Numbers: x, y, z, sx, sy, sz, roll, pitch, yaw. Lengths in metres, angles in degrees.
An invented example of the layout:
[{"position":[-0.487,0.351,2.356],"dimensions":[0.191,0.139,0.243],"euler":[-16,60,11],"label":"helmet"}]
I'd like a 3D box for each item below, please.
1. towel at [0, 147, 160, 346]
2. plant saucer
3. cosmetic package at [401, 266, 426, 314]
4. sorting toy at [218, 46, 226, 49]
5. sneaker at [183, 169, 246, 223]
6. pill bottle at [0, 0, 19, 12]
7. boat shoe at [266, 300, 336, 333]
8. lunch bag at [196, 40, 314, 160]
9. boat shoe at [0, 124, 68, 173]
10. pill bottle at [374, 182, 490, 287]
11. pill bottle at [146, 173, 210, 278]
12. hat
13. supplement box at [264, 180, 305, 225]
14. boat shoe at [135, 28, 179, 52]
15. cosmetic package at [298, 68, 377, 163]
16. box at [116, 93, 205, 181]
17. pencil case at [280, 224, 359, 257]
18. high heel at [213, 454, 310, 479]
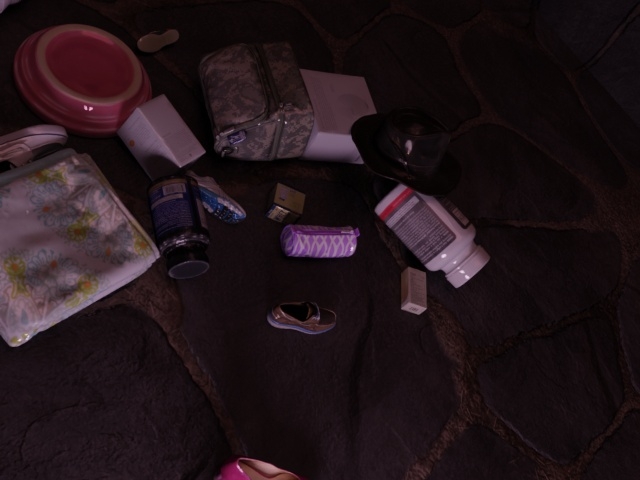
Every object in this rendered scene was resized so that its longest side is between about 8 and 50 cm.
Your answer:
[{"position":[-0.561,-0.005,1.496],"dimensions":[0.374,0.090,0.321],"euler":[-34,84,-41],"label":"towel"},{"position":[-0.569,-0.406,1.764],"dimensions":[0.332,0.084,0.332],"euler":[16,53,-23],"label":"plant saucer"},{"position":[0.250,0.135,1.945],"dimensions":[0.060,0.041,0.115],"euler":[20,52,-19],"label":"cosmetic package"},{"position":[-0.247,-0.513,2.066],"dimensions":[0.101,0.042,0.061],"euler":[15,38,-9],"label":"sorting toy"},{"position":[-0.260,-0.114,1.777],"dimensions":[0.190,0.071,0.083],"euler":[32,44,-11],"label":"sneaker"},{"position":[-0.766,-0.682,1.770],"dimensions":[0.160,0.160,0.283],"euler":[29,50,-13],"label":"pill bottle"},{"position":[-0.033,0.181,1.723],"dimensions":[0.183,0.066,0.066],"euler":[4,59,-30],"label":"boat shoe"},{"position":[-0.179,-0.361,1.904],"dimensions":[0.255,0.213,0.305],"euler":[-9,64,-17],"label":"lunch bag"},{"position":[-0.663,-0.175,1.550],"dimensions":[0.267,0.096,0.088],"euler":[-21,78,-38],"label":"boat shoe"},{"position":[0.314,-0.029,2.000],"dimensions":[0.318,0.176,0.176],"euler":[48,48,4],"label":"pill bottle"},{"position":[-0.319,-0.031,1.646],"dimensions":[0.122,0.123,0.219],"euler":[0,63,-32],"label":"pill bottle"},{"position":[0.254,-0.275,1.938],"dimensions":[0.331,0.134,0.331],"euler":[16,42,-15],"label":"hat"},{"position":[-0.091,-0.094,1.873],"dimensions":[0.083,0.056,0.083],"euler":[23,51,-18],"label":"supplement box"},{"position":[-0.447,-0.542,1.955],"dimensions":[0.043,0.049,0.137],"euler":[18,39,36],"label":"boat shoe"},{"position":[0.031,-0.349,2.059],"dimensions":[0.224,0.138,0.224],"euler":[1,61,-33],"label":"cosmetic package"},{"position":[-0.379,-0.235,1.719],"dimensions":[0.091,0.130,0.171],"euler":[-40,97,-41],"label":"box"},{"position":[0.000,0.000,1.848],"dimensions":[0.206,0.088,0.086],"euler":[-2,63,-31],"label":"pencil case"},{"position":[-0.088,0.483,1.459],"dimensions":[0.244,0.117,0.082],"euler":[24,51,-17],"label":"high heel"}]
